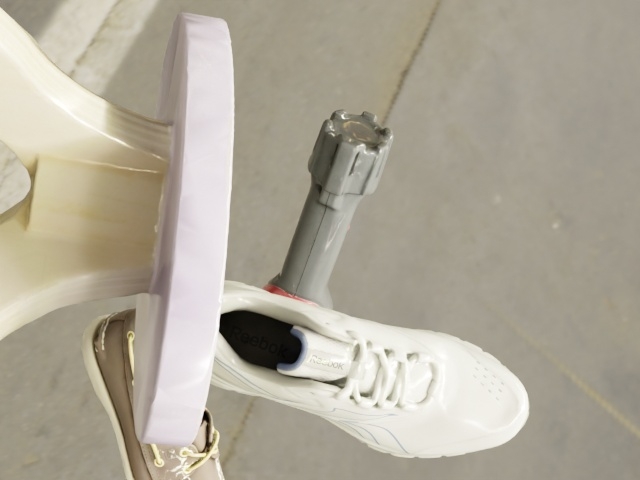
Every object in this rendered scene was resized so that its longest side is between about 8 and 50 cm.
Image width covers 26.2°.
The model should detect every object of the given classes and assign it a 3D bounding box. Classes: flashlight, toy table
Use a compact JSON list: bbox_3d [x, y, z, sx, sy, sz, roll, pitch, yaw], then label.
[{"bbox_3d":[0.000,0.000,1.512,0.103,0.304,0.103,-4,37,-35],"label":"flashlight"},{"bbox_3d":[-0.140,-0.024,0.755,0.161,0.252,0.274,8,38,-11],"label":"toy table"}]

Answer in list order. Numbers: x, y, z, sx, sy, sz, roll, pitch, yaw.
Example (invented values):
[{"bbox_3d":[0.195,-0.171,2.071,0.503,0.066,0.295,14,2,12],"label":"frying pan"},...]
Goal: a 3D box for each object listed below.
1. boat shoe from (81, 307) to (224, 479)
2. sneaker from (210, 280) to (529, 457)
[{"bbox_3d":[-0.183,0.235,1.691,0.117,0.097,0.324,-28,98,-48],"label":"boat shoe"},{"bbox_3d":[0.024,0.108,1.092,0.297,0.129,0.111,13,85,-2],"label":"sneaker"}]
